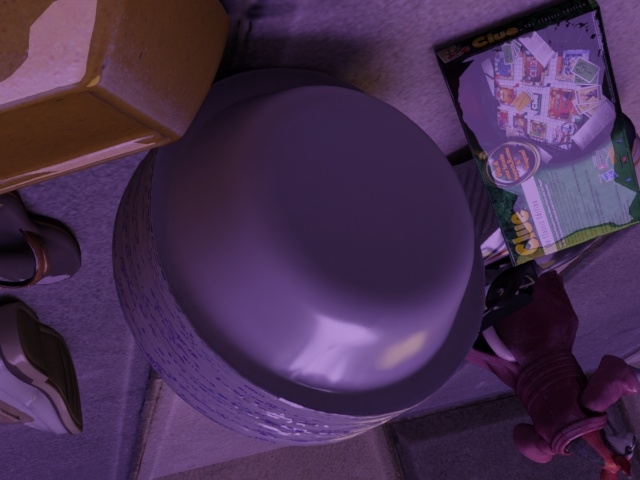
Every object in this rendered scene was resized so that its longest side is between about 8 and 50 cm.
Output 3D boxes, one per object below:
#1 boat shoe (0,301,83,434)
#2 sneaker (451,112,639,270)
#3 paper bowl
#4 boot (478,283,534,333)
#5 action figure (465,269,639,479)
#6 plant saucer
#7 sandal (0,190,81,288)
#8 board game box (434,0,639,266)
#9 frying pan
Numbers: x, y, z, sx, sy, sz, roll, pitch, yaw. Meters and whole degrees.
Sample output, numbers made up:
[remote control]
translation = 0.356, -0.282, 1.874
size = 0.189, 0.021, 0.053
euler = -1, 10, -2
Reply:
[boat shoe]
translation = -0.360, 0.160, 1.240
size = 0.103, 0.113, 0.302
euler = -14, 151, -3
[sneaker]
translation = 0.191, -0.034, 1.099
size = 0.321, 0.126, 0.127
euler = -31, 151, 34
[paper bowl]
translation = 0.000, 0.000, 0.788
size = 0.284, 0.284, 0.148
euler = -4, 158, -32
[boot]
translation = 0.160, 0.063, 1.414
size = 0.207, 0.094, 0.246
euler = -41, 130, 9
[action figure]
translation = 0.332, 0.191, 1.509
size = 0.276, 0.370, 0.248
euler = 19, 119, -41
[plant saucer]
translation = -0.216, -0.071, 0.581
size = 0.333, 0.080, 0.333
euler = -17, 178, 2
[sandal]
translation = -0.274, 0.009, 0.936
size = 0.090, 0.060, 0.219
euler = -15, 161, -3
[board game box]
translation = 0.202, -0.087, 0.930
size = 0.136, 0.030, 0.259
euler = -21, 133, 8
[frying pan]
translation = 0.256, 0.010, 1.180
size = 0.197, 0.053, 0.326
euler = -27, -169, 4
